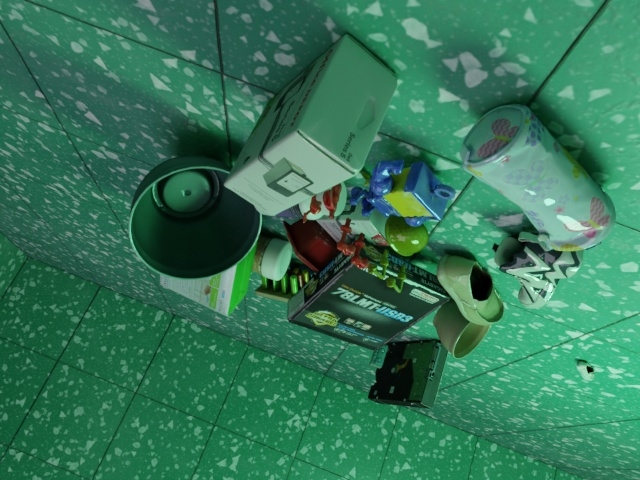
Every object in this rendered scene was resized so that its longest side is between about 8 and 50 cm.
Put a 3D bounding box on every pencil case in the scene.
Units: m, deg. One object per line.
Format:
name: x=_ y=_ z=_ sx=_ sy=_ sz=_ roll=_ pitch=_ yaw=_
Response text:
pencil case: x=0.341 y=-0.091 z=0.828 sx=0.273 sy=0.114 sz=0.124 roll=36 pitch=132 yaw=-27

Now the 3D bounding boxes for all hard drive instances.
hard drive: x=0.321 y=0.492 z=1.964 sx=0.064 sy=0.237 sz=0.339 roll=30 pitch=155 yaw=-18

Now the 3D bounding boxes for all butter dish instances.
butter dish: x=0.000 y=0.000 z=1.342 sx=0.160 sy=0.118 sz=0.160 roll=41 pitch=-167 yaw=-37

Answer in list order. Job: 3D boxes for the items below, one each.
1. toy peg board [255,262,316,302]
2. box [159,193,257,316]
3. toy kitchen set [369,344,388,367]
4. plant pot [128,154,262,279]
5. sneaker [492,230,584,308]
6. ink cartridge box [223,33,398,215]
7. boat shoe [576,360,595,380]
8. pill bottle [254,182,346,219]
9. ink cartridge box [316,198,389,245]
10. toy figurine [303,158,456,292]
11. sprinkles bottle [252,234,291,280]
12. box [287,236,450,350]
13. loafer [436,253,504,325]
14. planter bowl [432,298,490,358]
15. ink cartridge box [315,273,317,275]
toy peg board: x=-0.100 y=0.113 z=1.665 sx=0.161 sy=0.160 sz=0.079 roll=10 pitch=120 yaw=26
box: x=-0.314 y=0.044 z=1.477 sx=0.231 sy=0.127 sz=0.262 roll=23 pitch=126 yaw=11
toy kitchen set: x=0.142 y=0.333 z=1.865 sx=0.207 sy=0.166 sz=0.122 roll=18 pitch=157 yaw=8
plant pot: x=-0.304 y=-0.080 z=1.253 sx=0.293 sy=0.293 sz=0.196 roll=41 pitch=-170 yaw=-37
sneaker: x=0.420 y=0.053 z=1.101 sx=0.153 sy=0.094 sz=0.235 roll=21 pitch=157 yaw=7
ink cartridge box: x=-0.023 y=-0.174 z=0.865 sx=0.114 sy=0.199 sz=0.272 roll=33 pitch=154 yaw=-22
boat shoe: x=0.796 y=0.389 z=1.573 sx=0.035 sy=0.035 sz=0.100 roll=-3 pitch=140 yaw=50
pill bottle: x=-0.045 y=-0.101 z=1.158 sx=0.193 sy=0.108 sz=0.108 roll=8 pitch=153 yaw=32
ink cartridge box: x=0.082 y=-0.042 z=1.231 sx=0.150 sy=0.063 sz=0.109 roll=2 pitch=150 yaw=38
toy figurine: x=0.166 y=-0.046 z=1.008 sx=0.217 sy=0.191 sz=0.362 roll=-8 pitch=144 yaw=42
sprinkles bottle: x=-0.268 y=0.014 z=1.594 sx=0.355 sy=0.121 sz=0.121 roll=17 pitch=156 yaw=14
box: x=0.115 y=0.149 z=1.329 sx=0.295 sy=0.073 sz=0.293 roll=25 pitch=132 yaw=-27
loafer: x=0.382 y=0.129 z=1.290 sx=0.268 sy=0.102 sz=0.092 roll=39 pitch=158 yaw=-33
planter bowl: x=0.382 y=0.230 z=1.468 sx=0.109 sy=0.162 sz=0.162 roll=38 pitch=170 yaw=37
ink cartridge box: x=0.145 y=0.179 z=1.666 sx=0.275 sy=0.060 sz=0.239 roll=8 pitch=152 yaw=30
